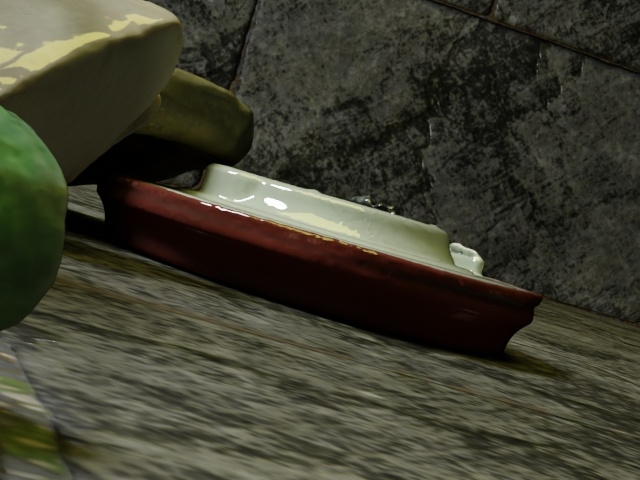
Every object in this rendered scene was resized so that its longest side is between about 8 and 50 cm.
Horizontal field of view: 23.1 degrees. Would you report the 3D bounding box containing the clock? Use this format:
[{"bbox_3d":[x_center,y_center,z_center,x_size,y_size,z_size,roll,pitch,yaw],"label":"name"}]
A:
[{"bbox_3d":[0.000,0.000,1.090,0.319,0.080,0.318,18,2,-1],"label":"clock"}]

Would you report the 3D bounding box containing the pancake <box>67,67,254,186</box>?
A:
[{"bbox_3d":[-0.189,-0.081,1.093,0.295,0.049,0.294,2,-13,0],"label":"pancake"}]

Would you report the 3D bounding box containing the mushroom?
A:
[{"bbox_3d":[-0.294,-0.111,0.900,0.408,0.154,0.137,12,-36,12],"label":"mushroom"}]

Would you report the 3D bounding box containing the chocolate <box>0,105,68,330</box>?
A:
[{"bbox_3d":[-0.169,-0.033,0.278,0.110,0.110,0.291,19,0,41],"label":"chocolate"}]
